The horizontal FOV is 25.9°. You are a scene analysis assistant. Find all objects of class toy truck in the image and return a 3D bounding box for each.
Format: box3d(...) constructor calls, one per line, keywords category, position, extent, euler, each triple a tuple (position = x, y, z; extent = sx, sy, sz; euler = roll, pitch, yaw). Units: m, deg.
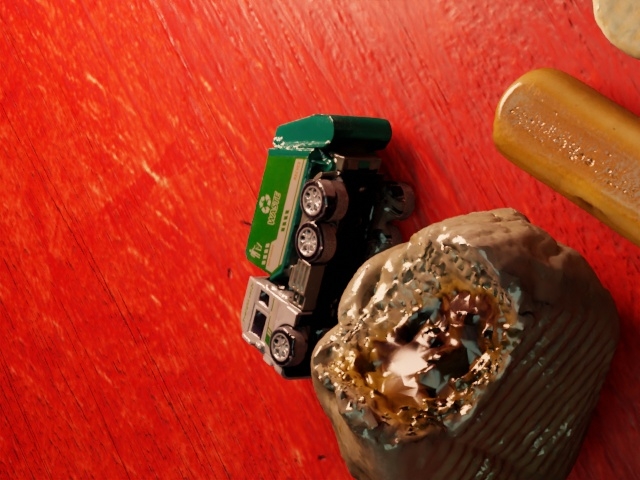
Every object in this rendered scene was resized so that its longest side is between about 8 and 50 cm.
box3d(category="toy truck", position=(0.000, 0.000, 1.324), extent=(0.124, 0.114, 0.253), euler=(34, 116, 44))

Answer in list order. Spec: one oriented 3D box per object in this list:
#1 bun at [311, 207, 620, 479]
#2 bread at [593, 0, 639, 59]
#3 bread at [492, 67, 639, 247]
box3d(category="bun", position=(0.114, 0.098, 1.170), extent=(0.205, 0.281, 0.282), euler=(42, 120, 47))
box3d(category="bread", position=(0.317, -0.281, 1.066), extent=(0.316, 0.054, 0.316), euler=(5, 100, 28))
box3d(category="bread", position=(0.252, -0.058, 1.144), extent=(0.239, 0.074, 0.093), euler=(37, 111, 28))
